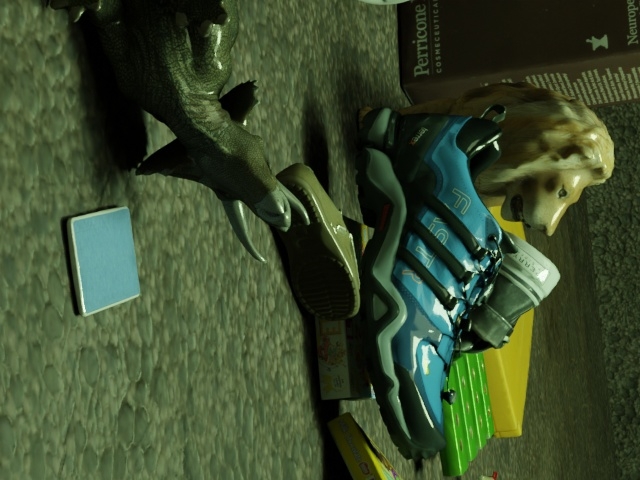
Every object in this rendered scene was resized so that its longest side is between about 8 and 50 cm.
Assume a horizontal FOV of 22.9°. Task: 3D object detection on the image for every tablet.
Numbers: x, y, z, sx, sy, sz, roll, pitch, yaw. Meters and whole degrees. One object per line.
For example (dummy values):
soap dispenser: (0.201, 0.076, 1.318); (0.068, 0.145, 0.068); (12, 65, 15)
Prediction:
tablet: (-0.121, 0.011, 0.883); (0.083, 0.006, 0.054); (-22, 105, -73)

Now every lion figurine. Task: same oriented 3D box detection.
lion figurine: (0.183, -0.088, 1.588); (0.392, 0.240, 0.142); (-27, 110, -74)

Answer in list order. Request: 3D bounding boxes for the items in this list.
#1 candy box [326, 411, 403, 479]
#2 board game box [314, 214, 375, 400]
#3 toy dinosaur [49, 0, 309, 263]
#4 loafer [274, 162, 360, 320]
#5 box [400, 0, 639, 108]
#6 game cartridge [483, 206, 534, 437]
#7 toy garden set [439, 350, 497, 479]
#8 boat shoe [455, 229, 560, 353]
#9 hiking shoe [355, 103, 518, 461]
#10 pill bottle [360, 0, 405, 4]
candy box: (0.063, 0.227, 1.353); (0.105, 0.027, 0.206); (65, 4, 30)
board game box: (0.020, 0.058, 1.339); (0.103, 0.026, 0.154); (19, 65, -73)
toy dinosaur: (-0.085, -0.154, 0.939); (0.160, 0.121, 0.314); (76, 7, -70)
loafer: (0.000, 0.000, 1.234); (0.050, 0.056, 0.148); (-69, 150, -47)
box: (0.285, -0.256, 1.763); (0.143, 0.381, 0.191); (44, 42, -64)
game cartridge: (0.228, 0.058, 2.071); (0.324, 0.052, 0.285); (-73, 153, -50)
toy garden set: (0.147, 0.225, 1.703); (0.244, 0.049, 0.204); (-12, 94, -75)
boat shoe: (0.157, 0.058, 1.679); (0.121, 0.119, 0.335); (42, -6, 3)
hiking shoe: (0.099, 0.029, 1.311); (0.113, 0.132, 0.304); (60, 27, -76)
pill bottle: (0.061, -0.320, 1.516); (0.094, 0.094, 0.169); (56, 31, -59)
